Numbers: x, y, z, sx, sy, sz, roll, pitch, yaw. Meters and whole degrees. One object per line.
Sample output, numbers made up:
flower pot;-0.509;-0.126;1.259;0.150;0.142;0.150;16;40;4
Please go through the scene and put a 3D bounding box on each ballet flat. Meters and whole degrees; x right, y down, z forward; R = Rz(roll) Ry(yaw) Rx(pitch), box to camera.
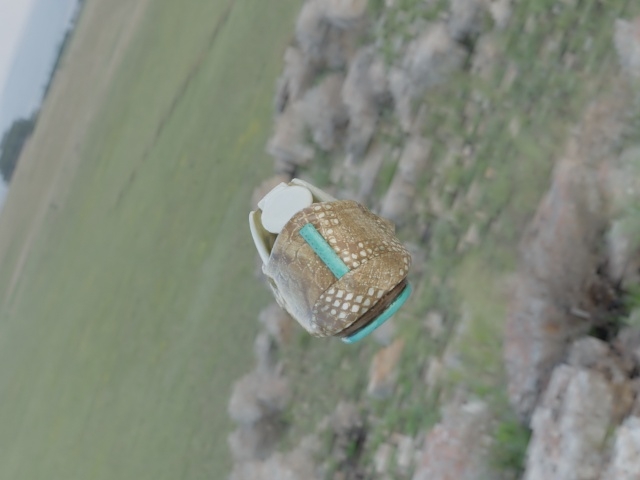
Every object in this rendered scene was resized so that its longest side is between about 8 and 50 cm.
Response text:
ballet flat;0.000;0.000;0.723;0.073;0.067;0.206;-40;6;-5
